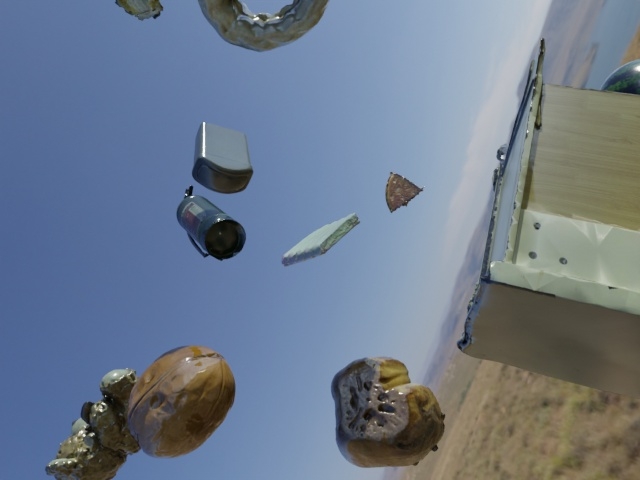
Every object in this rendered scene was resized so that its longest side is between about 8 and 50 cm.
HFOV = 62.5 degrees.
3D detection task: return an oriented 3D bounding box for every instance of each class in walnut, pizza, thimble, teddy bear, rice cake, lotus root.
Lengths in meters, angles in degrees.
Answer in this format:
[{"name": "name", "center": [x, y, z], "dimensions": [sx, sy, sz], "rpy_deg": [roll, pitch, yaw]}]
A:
[{"name": "walnut", "center": [-0.247, 0.282, 0.932], "dimensions": [0.207, 0.167, 0.167], "rpy_deg": [-46, -19, -1]}, {"name": "pizza", "center": [0.201, -0.114, 1.350], "dimensions": [0.099, 0.100, 0.029], "rpy_deg": [-61, -22, 1]}, {"name": "thimble", "center": [-0.124, -0.566, 1.134], "dimensions": [0.195, 0.292, 0.291], "rpy_deg": [-95, 13, -58]}, {"name": "teddy bear", "center": [-0.458, 0.428, 1.152], "dimensions": [0.256, 0.156, 0.267], "rpy_deg": [-35, -28, -13]}, {"name": "rice cake", "center": [0.000, 0.000, 1.389], "dimensions": [0.198, 0.189, 0.037], "rpy_deg": [-38, -79, -40]}, {"name": "lotus root", "center": [0.166, 0.440, 1.385], "dimensions": [0.315, 0.316, 0.250], "rpy_deg": [-66, -26, -13]}]

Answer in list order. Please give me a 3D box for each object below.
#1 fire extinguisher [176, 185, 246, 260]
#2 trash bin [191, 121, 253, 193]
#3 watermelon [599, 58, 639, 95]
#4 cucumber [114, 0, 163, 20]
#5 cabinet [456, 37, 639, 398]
[{"name": "fire extinguisher", "center": [-0.269, -0.045, 1.197], "dimensions": [0.093, 0.294, 0.118], "rpy_deg": [4, -74, -33]}, {"name": "trash bin", "center": [-0.305, -0.253, 1.638], "dimensions": [0.236, 0.177, 0.101], "rpy_deg": [-102, 32, -41]}, {"name": "watermelon", "center": [0.806, -0.322, 1.287], "dimensions": [0.269, 0.269, 0.268], "rpy_deg": [20, -90, -73]}, {"name": "cucumber", "center": [-0.367, -0.637, 1.108], "dimensions": [0.145, 0.105, 0.325], "rpy_deg": [58, -143, -62]}, {"name": "cabinet", "center": [0.333, -0.016, 0.587], "dimensions": [0.227, 0.290, 0.317], "rpy_deg": [75, -150, -60]}]
